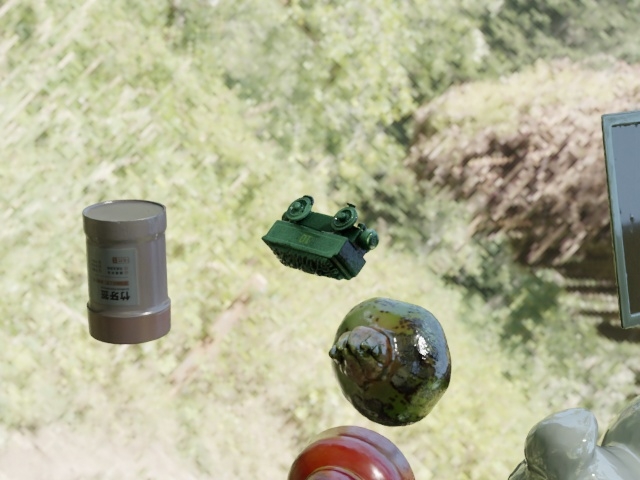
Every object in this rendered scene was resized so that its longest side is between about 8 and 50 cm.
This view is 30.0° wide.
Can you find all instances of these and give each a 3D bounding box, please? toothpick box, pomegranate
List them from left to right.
[{"bbox_3d":[-0.224,0.035,1.391,0.098,0.098,0.149,-139,-134,-66],"label":"toothpick box"},{"bbox_3d":[0.097,0.215,2.058,0.222,0.204,0.276,41,34,27],"label":"pomegranate"}]

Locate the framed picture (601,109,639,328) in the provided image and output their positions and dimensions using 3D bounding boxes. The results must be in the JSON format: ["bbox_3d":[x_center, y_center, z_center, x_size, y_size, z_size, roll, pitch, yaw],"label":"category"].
[{"bbox_3d":[0.484,-0.039,1.680,0.019,0.232,0.296,-1,-84,57],"label":"framed picture"}]

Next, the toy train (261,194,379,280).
[{"bbox_3d":[0.000,0.000,1.581,0.172,0.099,0.070,15,-27,47],"label":"toy train"}]

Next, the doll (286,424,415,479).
[{"bbox_3d":[0.042,0.343,1.621,0.182,0.160,0.363,51,11,7],"label":"doll"}]

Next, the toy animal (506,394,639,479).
[{"bbox_3d":[0.368,0.234,1.312,0.196,0.367,0.241,25,-40,54],"label":"toy animal"}]
